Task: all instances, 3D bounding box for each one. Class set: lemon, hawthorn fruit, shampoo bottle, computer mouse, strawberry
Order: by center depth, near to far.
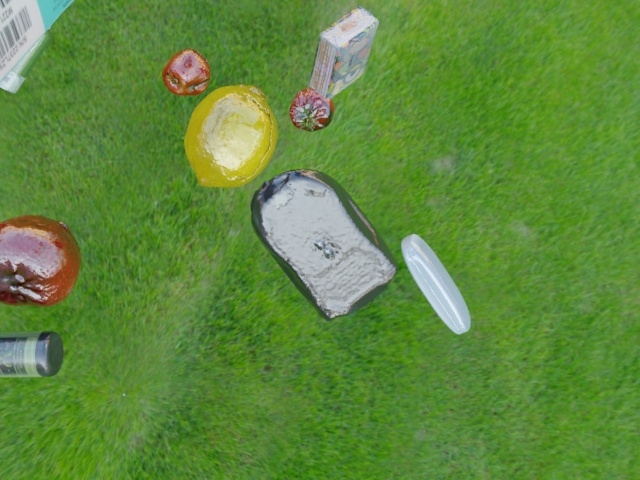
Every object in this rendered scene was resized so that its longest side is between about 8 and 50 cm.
[{"bbox_3d":[0.000,0.000,0.828,0.122,0.073,0.217,-34,119,7],"label":"computer mouse"},{"bbox_3d":[-0.246,-0.304,1.293,0.093,0.093,0.093,3,77,-15],"label":"hawthorn fruit"},{"bbox_3d":[-0.019,-0.282,1.500,0.106,0.106,0.106,3,77,-15],"label":"strawberry"},{"bbox_3d":[-0.720,0.251,1.555,0.283,0.101,0.101,-1,78,3],"label":"shampoo bottle"},{"bbox_3d":[-0.644,0.037,1.587,0.230,0.266,0.210,-12,107,7],"label":"hawthorn fruit"},{"bbox_3d":[-0.660,-0.432,1.589,0.065,0.065,0.204,36,97,-6],"label":"shampoo bottle"},{"bbox_3d":[-0.200,-0.234,1.591,0.204,0.204,0.260,28,84,-8],"label":"lemon"}]

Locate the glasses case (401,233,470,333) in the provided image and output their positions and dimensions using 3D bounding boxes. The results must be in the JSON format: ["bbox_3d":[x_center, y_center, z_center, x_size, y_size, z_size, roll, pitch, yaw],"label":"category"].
[{"bbox_3d":[0.183,0.069,1.113,0.045,0.067,0.178,-30,103,22],"label":"glasses case"}]

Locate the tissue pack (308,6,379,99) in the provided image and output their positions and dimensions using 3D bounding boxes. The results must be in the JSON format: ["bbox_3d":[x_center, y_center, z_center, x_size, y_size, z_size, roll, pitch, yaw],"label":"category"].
[{"bbox_3d":[0.042,-0.341,1.295,0.060,0.148,0.108,43,65,12],"label":"tissue pack"}]

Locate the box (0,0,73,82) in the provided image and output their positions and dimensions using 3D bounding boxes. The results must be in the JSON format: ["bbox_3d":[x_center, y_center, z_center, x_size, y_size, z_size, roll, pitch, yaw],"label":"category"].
[{"bbox_3d":[-0.332,-0.170,0.457,0.311,0.118,0.205,0,43,14],"label":"box"}]
